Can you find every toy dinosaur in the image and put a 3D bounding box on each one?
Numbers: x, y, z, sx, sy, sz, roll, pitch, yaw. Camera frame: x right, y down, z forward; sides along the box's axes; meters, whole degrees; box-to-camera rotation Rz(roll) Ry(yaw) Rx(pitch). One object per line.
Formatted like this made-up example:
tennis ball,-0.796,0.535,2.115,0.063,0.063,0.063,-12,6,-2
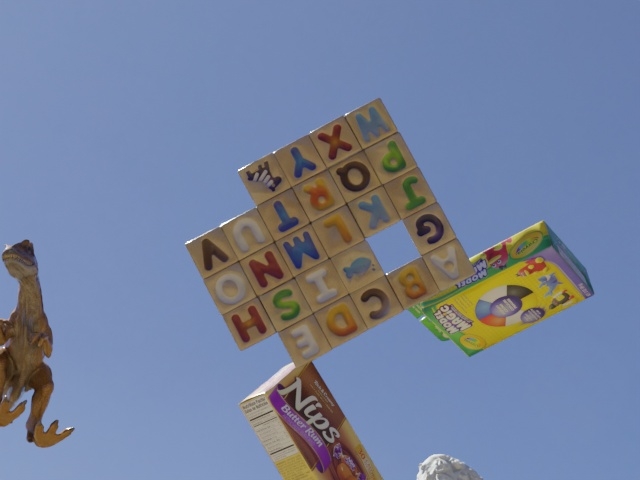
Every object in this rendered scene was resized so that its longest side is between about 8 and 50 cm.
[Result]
toy dinosaur,-0.209,0.095,1.046,0.064,0.112,0.211,7,-51,-22

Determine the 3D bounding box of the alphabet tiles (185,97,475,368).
alphabet tiles,0.000,0.000,1.463,0.237,0.198,0.009,-28,-8,-4

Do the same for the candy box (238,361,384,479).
candy box,-0.009,0.247,1.841,0.053,0.187,0.109,-27,5,37

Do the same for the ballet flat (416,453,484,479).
ballet flat,0.230,0.504,2.231,0.147,0.409,0.147,-5,-22,-2

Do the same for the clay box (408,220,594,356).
clay box,0.227,0.072,1.967,0.222,0.053,0.127,-30,-46,19
